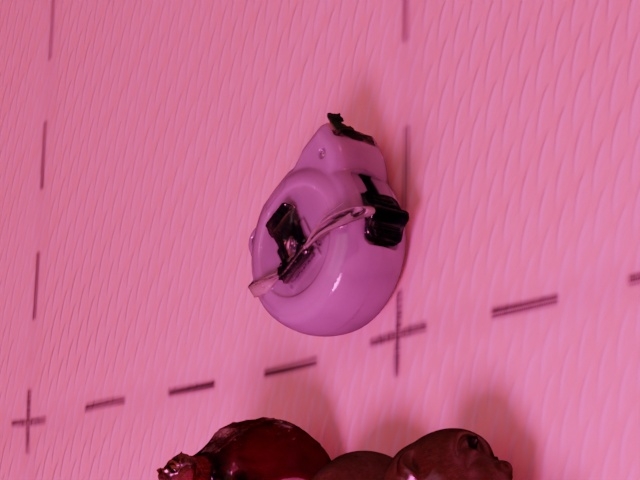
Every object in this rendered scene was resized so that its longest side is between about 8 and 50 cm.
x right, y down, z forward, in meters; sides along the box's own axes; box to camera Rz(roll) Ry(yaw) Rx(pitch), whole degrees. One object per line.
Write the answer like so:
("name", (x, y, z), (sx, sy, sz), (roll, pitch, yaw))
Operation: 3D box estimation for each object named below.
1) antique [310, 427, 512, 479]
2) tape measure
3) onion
("antique", (0.072, 0.245, 1.545), (0.257, 0.121, 0.143), (-34, 45, 51))
("tape measure", (0.003, 0.000, 1.710), (0.196, 0.105, 0.178), (-56, 42, 24))
("onion", (-0.089, 0.242, 1.687), (0.173, 0.198, 0.135), (-59, 31, -5))
